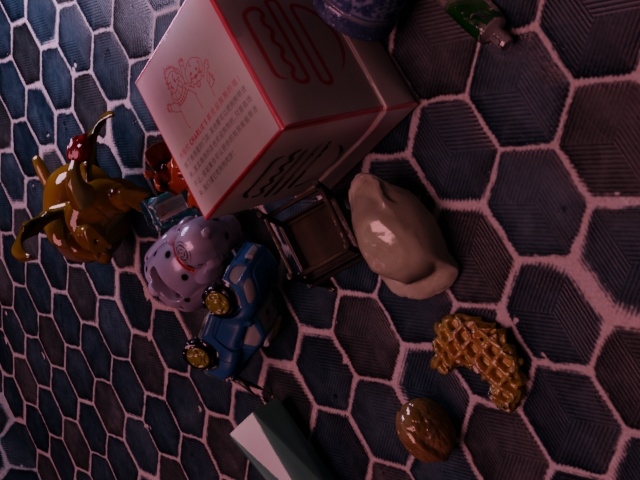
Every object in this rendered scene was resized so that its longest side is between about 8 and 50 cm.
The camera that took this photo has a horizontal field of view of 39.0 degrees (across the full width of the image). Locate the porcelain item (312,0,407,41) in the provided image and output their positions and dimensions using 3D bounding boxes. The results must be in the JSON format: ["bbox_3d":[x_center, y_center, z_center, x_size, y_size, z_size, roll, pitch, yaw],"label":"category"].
[{"bbox_3d":[0.066,-0.401,1.454,0.147,0.147,0.114,51,136,23],"label":"porcelain item"}]

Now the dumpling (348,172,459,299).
[{"bbox_3d":[0.127,-0.005,1.544,0.250,0.132,0.162,52,132,-3],"label":"dumpling"}]

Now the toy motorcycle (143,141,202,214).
[{"bbox_3d":[-0.262,-0.198,1.917,0.221,0.148,0.326,28,130,12],"label":"toy motorcycle"}]

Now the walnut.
[{"bbox_3d":[0.190,0.343,1.619,0.124,0.105,0.105,50,136,13],"label":"walnut"}]

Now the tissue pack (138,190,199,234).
[{"bbox_3d":[-0.340,-0.079,2.071,0.138,0.028,0.085,-24,92,8],"label":"tissue pack"}]

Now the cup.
[{"bbox_3d":[-0.077,0.475,1.939,0.148,0.134,0.236,-44,72,17],"label":"cup"}]

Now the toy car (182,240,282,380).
[{"bbox_3d":[-0.161,0.151,1.895,0.166,0.198,0.314,25,124,2],"label":"toy car"}]

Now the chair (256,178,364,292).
[{"bbox_3d":[0.000,0.000,1.673,0.141,0.260,0.155,-28,77,10],"label":"chair"}]

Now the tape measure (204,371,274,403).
[{"bbox_3d":[-0.193,0.318,2.036,0.180,0.104,0.107,59,136,16],"label":"tape measure"}]

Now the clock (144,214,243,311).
[{"bbox_3d":[-0.264,0.024,1.932,0.189,0.188,0.254,61,146,14],"label":"clock"}]

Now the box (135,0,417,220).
[{"bbox_3d":[-0.086,-0.254,1.559,0.314,0.300,0.312,-42,72,47],"label":"box"}]

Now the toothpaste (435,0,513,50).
[{"bbox_3d":[0.207,-0.378,1.379,0.078,0.047,0.248,-42,67,10],"label":"toothpaste"}]

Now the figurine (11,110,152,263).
[{"bbox_3d":[-0.566,-0.108,2.210,0.387,0.268,0.401,11,79,63],"label":"figurine"}]

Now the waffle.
[{"bbox_3d":[0.261,0.204,1.523,0.194,0.051,0.149,15,113,45],"label":"waffle"}]
